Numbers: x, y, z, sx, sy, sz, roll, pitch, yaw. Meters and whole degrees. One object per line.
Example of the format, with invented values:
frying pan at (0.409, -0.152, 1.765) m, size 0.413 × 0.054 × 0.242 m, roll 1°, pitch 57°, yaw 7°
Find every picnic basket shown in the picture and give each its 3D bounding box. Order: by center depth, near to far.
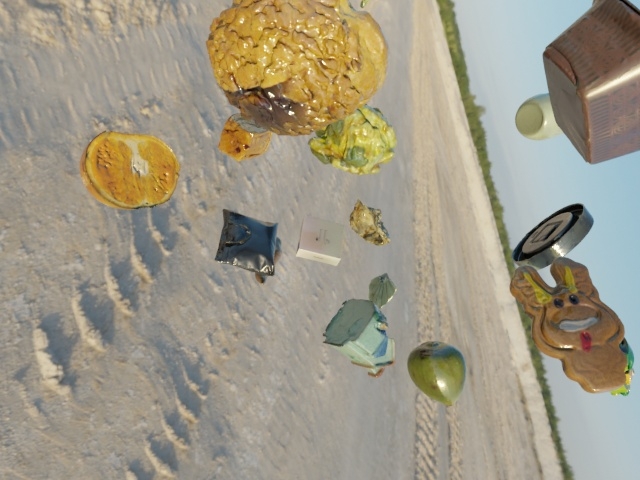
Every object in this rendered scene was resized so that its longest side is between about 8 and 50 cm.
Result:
picnic basket at (0.496, -0.268, 0.817) m, size 0.297 × 0.129 × 0.222 m, roll 37°, pitch 30°, yaw -51°

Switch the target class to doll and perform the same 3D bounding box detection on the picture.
doll at (0.661, 0.276, 1.058) m, size 0.186 × 0.106 × 0.134 m, roll 47°, pitch 44°, yaw -24°

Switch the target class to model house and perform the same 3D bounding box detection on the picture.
model house at (0.101, 0.208, 0.926) m, size 0.148 × 0.148 × 0.119 m, roll 48°, pitch 67°, yaw -17°

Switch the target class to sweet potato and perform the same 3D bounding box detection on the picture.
sweet potato at (-0.197, 0.087, 1.721) m, size 0.281 × 0.067 × 0.059 m, roll -71°, pitch 152°, yaw -50°

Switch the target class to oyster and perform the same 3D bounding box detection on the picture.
oyster at (0.157, -0.051, 1.435) m, size 0.056 × 0.177 × 0.105 m, roll -3°, pitch 122°, yaw -42°

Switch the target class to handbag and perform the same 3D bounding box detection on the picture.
handbag at (-0.252, 0.001, 1.591) m, size 0.211 × 0.088 × 0.254 m, roll 15°, pitch 45°, yaw -16°

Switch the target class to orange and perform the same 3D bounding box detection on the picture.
orange at (-0.634, -0.228, 1.513) m, size 0.310 × 0.274 × 0.274 m, roll -72°, pitch 145°, yaw -81°

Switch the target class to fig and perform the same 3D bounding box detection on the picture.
fig at (0.418, 0.477, 1.641) m, size 0.203 × 0.203 × 0.225 m, roll -6°, pitch 82°, yaw -69°

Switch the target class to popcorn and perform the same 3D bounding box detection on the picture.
popcorn at (0.144, -0.407, 1.837) m, size 0.335 × 0.279 × 0.274 m, roll 23°, pitch 40°, yaw -35°

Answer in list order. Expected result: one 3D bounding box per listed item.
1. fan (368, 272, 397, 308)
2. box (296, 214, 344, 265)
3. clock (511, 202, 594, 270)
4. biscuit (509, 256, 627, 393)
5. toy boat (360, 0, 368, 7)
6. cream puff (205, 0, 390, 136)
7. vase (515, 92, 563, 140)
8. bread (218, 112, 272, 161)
fan at (0.205, 0.171, 1.571) m, size 0.240 × 0.009 × 0.131 m, roll -176°, pitch -75°, yaw -75°
box at (0.000, 0.000, 1.410) m, size 0.051 × 0.130 × 0.129 m, roll 115°, pitch -14°, yaw -54°
clock at (0.750, -0.007, 1.493) m, size 0.055 × 0.280 × 0.280 m, roll 46°, pitch 23°, yaw 1°
biscuit at (0.515, 0.162, 0.940) m, size 0.044 × 0.186 × 0.295 m, roll 75°, pitch -1°, yaw -53°
toy boat at (0.229, -0.662, 1.117) m, size 0.099 × 0.293 × 0.108 m, roll 63°, pitch 13°, yaw -51°
cream puff at (-0.052, -0.329, 0.887) m, size 0.327 × 0.343 × 0.231 m, roll 109°, pitch 4°, yaw -73°
vase at (0.674, -0.359, 1.309) m, size 0.248 × 0.128 × 0.128 m, roll -16°, pitch 92°, yaw -28°
bread at (-0.284, -0.394, 1.748) m, size 0.143 × 0.149 × 0.158 m, roll 37°, pitch 42°, yaw 15°
